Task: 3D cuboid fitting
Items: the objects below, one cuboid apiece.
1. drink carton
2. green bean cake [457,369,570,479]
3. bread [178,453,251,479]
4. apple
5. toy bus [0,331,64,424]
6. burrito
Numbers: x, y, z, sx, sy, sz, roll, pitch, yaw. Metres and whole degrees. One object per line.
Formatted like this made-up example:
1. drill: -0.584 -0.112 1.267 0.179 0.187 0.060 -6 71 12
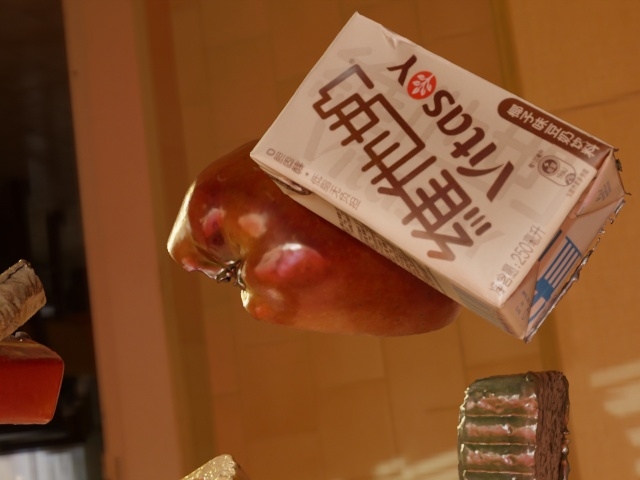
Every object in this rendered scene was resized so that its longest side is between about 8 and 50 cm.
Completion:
1. drink carton: 0.120 -0.068 1.339 0.325 0.194 0.132 32 172 26
2. green bean cake: 0.214 0.233 1.473 0.094 0.181 0.173 -1 176 22
3. bread: -0.098 0.309 1.349 0.134 0.173 0.085 -34 -154 10
4. apple: 0.000 0.000 1.664 0.329 0.295 0.365 -21 172 39
5. toy bus: -0.295 0.116 1.109 0.077 0.079 0.174 14 -178 35
6. burrito: -0.250 0.053 1.049 0.055 0.041 0.149 -49 -178 19
